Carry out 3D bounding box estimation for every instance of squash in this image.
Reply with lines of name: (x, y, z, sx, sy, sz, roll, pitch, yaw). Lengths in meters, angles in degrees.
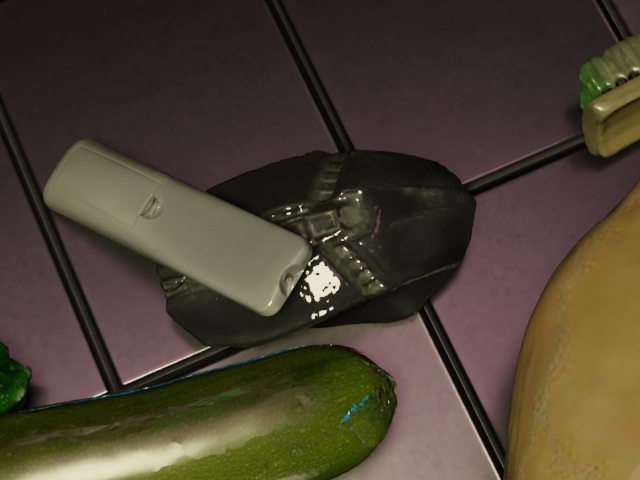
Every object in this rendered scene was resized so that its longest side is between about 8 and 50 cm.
squash: (-0.117, 0.122, 0.848, 0.332, 0.087, 0.087, -11, 71, -4)

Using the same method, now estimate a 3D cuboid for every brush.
brush: (0.277, -0.137, 0.950, 0.282, 0.054, 0.048, -27, 60, -9)

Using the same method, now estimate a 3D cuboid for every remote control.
remote control: (-0.087, -0.012, 0.888, 0.184, 0.027, 0.050, 25, 78, 31)

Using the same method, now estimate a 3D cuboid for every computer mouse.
computer mouse: (0.000, 0.000, 0.899, 0.192, 0.062, 0.105, -15, 71, -6)

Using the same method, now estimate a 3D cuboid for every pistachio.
pistachio: (0.182, 0.108, 0.800, 0.182, 0.162, 0.293, -5, 57, 33)

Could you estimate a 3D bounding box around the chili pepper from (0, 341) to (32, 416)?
chili pepper: (-0.266, 0.054, 0.883, 0.216, 0.062, 0.108, 15, 72, 3)
